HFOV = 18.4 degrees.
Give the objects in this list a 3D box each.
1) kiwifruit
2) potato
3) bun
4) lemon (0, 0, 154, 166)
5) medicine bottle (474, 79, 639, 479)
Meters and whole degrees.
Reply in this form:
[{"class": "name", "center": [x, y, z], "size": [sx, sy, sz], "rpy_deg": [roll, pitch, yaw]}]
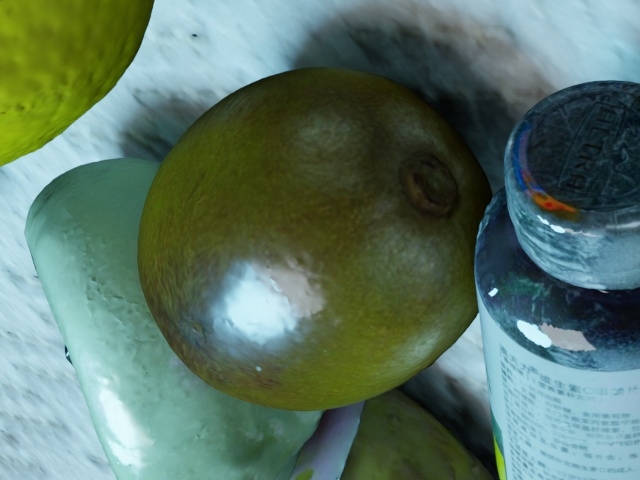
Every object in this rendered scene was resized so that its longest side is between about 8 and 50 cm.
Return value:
[{"class": "kiwifruit", "center": [0.000, 0.000, 1.135], "size": [0.196, 0.196, 0.234], "rpy_deg": [47, 149, -15]}, {"class": "potato", "center": [0.066, 0.237, 1.431], "size": [0.266, 0.229, 0.229], "rpy_deg": [33, 157, -22]}, {"class": "bun", "center": [-0.084, 0.064, 1.346], "size": [0.283, 0.179, 0.283], "rpy_deg": [157, 90, -83]}, {"class": "lemon", "center": [-0.223, -0.163, 1.068], "size": [0.293, 0.293, 0.293], "rpy_deg": [30, 151, 18]}, {"class": "medicine bottle", "center": [0.157, 0.047, 1.061], "size": [0.141, 0.141, 0.293], "rpy_deg": [25, 150, 25]}]
